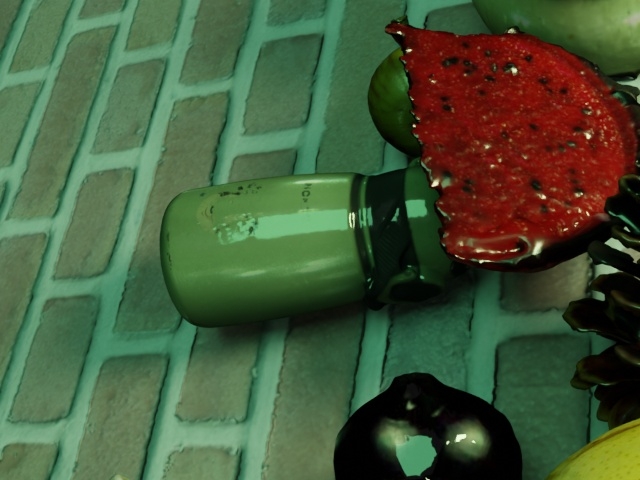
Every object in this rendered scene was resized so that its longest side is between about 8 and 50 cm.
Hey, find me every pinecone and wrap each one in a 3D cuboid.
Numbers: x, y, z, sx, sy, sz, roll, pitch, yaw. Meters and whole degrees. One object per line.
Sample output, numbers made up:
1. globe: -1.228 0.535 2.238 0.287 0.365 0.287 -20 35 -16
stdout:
1. pinecone: 0.330 0.038 0.858 0.247 0.292 0.246 -5 27 3

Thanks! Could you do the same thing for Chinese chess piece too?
1. Chinese chess piece: 0.348 -0.360 1.199 0.350 0.146 0.349 -13 53 19

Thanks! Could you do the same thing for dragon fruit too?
1. dragon fruit: 0.218 -0.089 1.035 0.282 0.100 0.343 -1 52 -6

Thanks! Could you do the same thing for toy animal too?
1. toy animal: 0.090 0.260 0.884 0.187 0.165 0.235 -9 46 18

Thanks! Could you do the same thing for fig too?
1. fig: 0.122 -0.180 1.212 0.142 0.148 0.186 -50 13 6

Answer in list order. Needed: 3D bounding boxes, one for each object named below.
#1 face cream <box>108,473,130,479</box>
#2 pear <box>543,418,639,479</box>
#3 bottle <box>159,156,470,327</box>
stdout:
1. face cream: -0.288 0.396 1.051 0.092 0.092 0.311 33 78 38
2. pear: 0.274 0.269 0.702 0.315 0.314 0.314 -13 54 19
3. bottle: 0.001 0.002 1.125 0.347 0.168 0.168 -8 56 17
